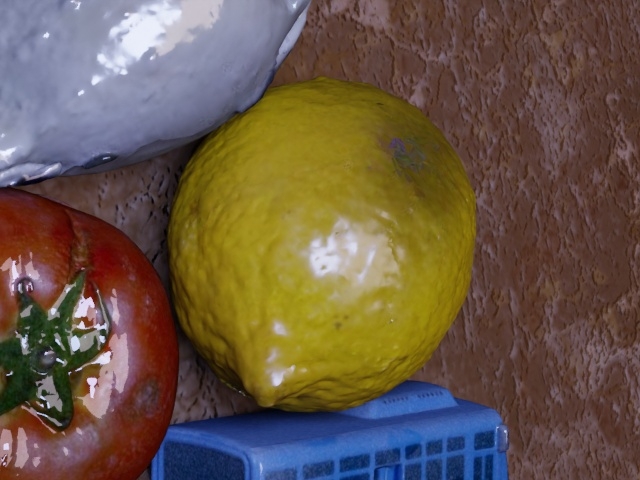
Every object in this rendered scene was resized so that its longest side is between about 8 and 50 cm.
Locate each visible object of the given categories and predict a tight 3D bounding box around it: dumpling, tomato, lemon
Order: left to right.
[{"bbox_3d":[-0.169,0.071,1.002,0.225,0.085,0.225,1,88,-40],"label":"tomato"},{"bbox_3d":[-0.134,-0.152,1.014,0.227,0.175,0.243,53,35,10],"label":"dumpling"},{"bbox_3d":[0.000,0.000,1.086,0.188,0.188,0.256,49,36,-28],"label":"lemon"}]

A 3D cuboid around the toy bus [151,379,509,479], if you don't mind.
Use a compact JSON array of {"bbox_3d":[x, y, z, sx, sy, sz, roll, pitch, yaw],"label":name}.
[{"bbox_3d":[0.013,0.163,1.127,0.234,0.116,0.133,-4,96,-43],"label":"toy bus"}]
